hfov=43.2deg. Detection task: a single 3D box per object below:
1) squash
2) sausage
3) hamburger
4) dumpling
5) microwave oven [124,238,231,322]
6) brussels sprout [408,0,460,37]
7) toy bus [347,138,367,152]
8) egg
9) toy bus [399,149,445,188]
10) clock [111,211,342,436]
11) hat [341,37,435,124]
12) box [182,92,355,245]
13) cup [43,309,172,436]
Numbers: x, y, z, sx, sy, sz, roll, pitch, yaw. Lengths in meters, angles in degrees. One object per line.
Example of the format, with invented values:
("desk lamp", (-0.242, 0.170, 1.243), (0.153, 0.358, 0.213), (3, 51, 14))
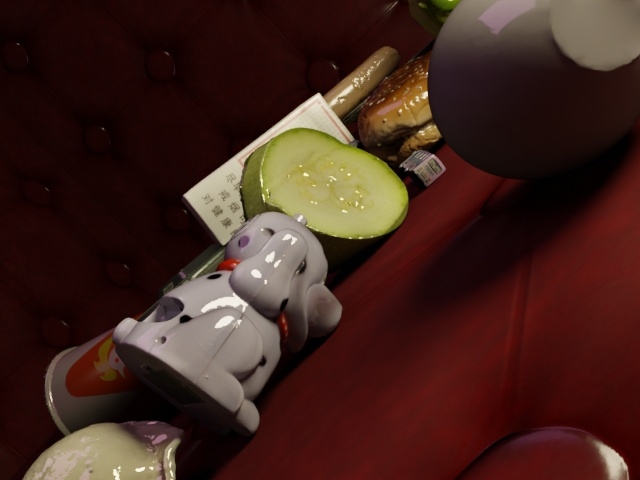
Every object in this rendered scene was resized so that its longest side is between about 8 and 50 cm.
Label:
("squash", (-0.003, -0.069, 1.125), (0.220, 0.220, 0.133), (-50, 7, -39))
("sausage", (0.046, -0.293, 1.659), (0.301, 0.066, 0.066), (-42, 7, -6))
("hamburger", (0.182, -0.242, 1.417), (0.243, 0.146, 0.286), (-28, 15, 41))
("dumpling", (-0.213, 0.267, 0.791), (0.179, 0.131, 0.252), (-17, 29, 21))
("microwave oven", (-0.142, 0.102, 1.139), (0.129, 0.163, 0.205), (-37, 6, 29))
("brussels sprout", (0.293, -0.454, 1.426), (0.227, 0.294, 0.259), (84, -169, -75))
("toy bus", (0.045, -0.096, 1.401), (0.109, 0.091, 0.261), (-33, 14, 19))
("egg", (0.179, -0.139, 0.688), (0.176, 0.176, 0.232), (-45, 2, -10))
("toy bus", (0.151, -0.109, 1.209), (0.052, 0.037, 0.130), (-41, 8, 5))
("clock", (-0.082, 0.076, 0.901), (0.254, 0.189, 0.189), (-49, 9, -26))
("hat", (0.174, -0.276, 1.644), (0.257, 0.130, 0.257), (-41, 5, 4))
("box", (-0.071, -0.099, 1.551), (0.330, 0.210, 0.095), (-39, 4, -9))
("cup", (-0.282, 0.200, 1.312), (0.288, 0.203, 0.203), (-32, 12, 26))
